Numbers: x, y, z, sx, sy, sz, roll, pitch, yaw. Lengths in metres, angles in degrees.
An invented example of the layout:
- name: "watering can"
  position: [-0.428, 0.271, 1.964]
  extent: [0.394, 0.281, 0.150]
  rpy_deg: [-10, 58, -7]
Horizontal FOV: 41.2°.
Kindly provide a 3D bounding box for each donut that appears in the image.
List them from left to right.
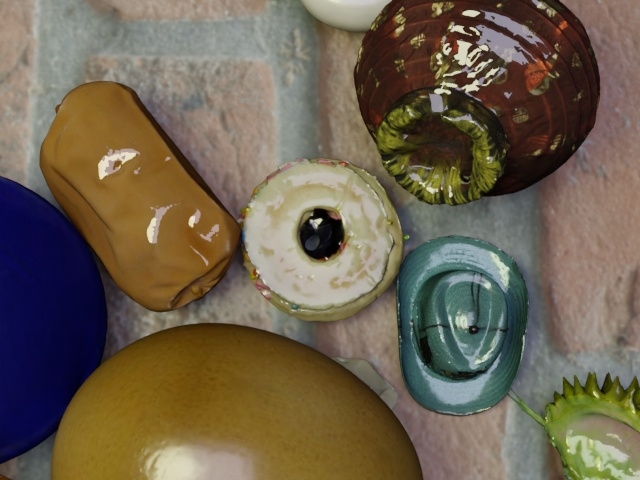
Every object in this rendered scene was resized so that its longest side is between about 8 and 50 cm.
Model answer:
- name: "donut"
  position: [0.000, 0.000, 0.870]
  extent: [0.175, 0.068, 0.174]
  rpy_deg: [1, 78, -6]

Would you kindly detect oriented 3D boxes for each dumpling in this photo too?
- name: "dumpling"
  position: [0.034, 0.151, 0.864]
  extent: [0.076, 0.057, 0.052]
  rpy_deg: [12, 40, -29]

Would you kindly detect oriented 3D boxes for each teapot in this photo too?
- name: "teapot"
  position: [0.031, -0.289, 0.909]
  extent: [0.226, 0.092, 0.145]
  rpy_deg: [-14, 79, -6]

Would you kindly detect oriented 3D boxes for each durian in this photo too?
- name: "durian"
  position: [0.325, 0.282, 0.796]
  extent: [0.170, 0.157, 0.355]
  rpy_deg: [-23, 83, 8]

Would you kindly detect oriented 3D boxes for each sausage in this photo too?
- name: "sausage"
  position: [-0.181, -0.046, 0.828]
  extent: [0.136, 0.120, 0.241]
  rpy_deg: [-35, 79, 3]

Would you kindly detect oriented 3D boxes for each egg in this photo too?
- name: "egg"
  position: [-0.066, 0.202, 0.735]
  extent: [0.323, 0.250, 0.250]
  rpy_deg: [15, 79, -9]

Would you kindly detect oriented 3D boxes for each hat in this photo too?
- name: "hat"
  position: [0.146, 0.083, 0.863]
  extent: [0.138, 0.078, 0.190]
  rpy_deg: [2, 80, -4]

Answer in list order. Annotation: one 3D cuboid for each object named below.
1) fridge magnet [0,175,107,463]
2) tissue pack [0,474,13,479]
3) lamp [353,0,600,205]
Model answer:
- name: "fridge magnet"
  position: [-0.315, 0.065, 0.737]
  extent: [0.266, 0.113, 0.265]
  rpy_deg: [10, 73, -33]
- name: "tissue pack"
  position: [-0.340, 0.342, 0.718]
  extent: [0.145, 0.194, 0.274]
  rpy_deg: [23, 78, 3]
- name: "lamp"
  position: [0.145, -0.144, 0.824]
  extent: [0.247, 0.247, 0.246]
  rpy_deg: [1, 80, -5]
